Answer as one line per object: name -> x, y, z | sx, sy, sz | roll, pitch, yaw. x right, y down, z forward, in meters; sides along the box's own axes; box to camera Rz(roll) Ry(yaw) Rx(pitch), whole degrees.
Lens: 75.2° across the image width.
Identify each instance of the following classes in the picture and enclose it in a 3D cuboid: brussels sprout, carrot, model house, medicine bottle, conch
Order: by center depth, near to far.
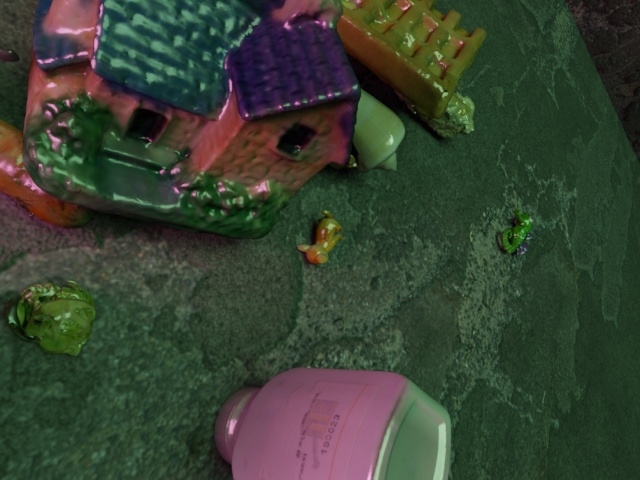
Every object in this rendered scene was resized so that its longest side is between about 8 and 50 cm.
carrot -> -0.365, -0.116, 0.423 | 0.298, 0.078, 0.078 | 38, 57, -19
brussels sprout -> -0.284, 0.080, 0.441 | 0.085, 0.058, 0.085 | 10, 64, -22
model house -> -0.117, -0.181, 0.453 | 0.312, 0.280, 0.245 | 15, 51, -43
medicine bottle -> -0.009, 0.230, 0.471 | 0.111, 0.296, 0.161 | 43, 54, -25
conch -> 0.042, -0.213, 0.767 | 0.158, 0.127, 0.255 | -42, 84, -9

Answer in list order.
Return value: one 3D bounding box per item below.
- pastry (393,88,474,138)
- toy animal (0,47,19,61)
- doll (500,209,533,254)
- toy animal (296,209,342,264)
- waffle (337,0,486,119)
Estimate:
pastry -> 0.269, -0.336, 0.986 | 0.259, 0.089, 0.121 | 23, 69, -35
toy animal -> -0.416, -0.177, 0.325 | 0.270, 0.082, 0.137 | -23, 114, -16
doll -> 0.557, -0.023, 1.172 | 0.190, 0.050, 0.115 | -40, 109, -37
toy animal -> 0.000, 0.000, 0.697 | 0.083, 0.061, 0.081 | -48, 149, -38
waffle -> 0.170, -0.442, 0.873 | 0.348, 0.077, 0.304 | 37, 57, -2
